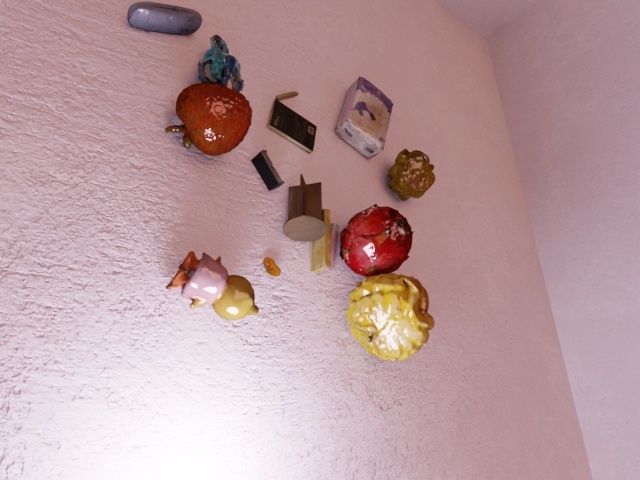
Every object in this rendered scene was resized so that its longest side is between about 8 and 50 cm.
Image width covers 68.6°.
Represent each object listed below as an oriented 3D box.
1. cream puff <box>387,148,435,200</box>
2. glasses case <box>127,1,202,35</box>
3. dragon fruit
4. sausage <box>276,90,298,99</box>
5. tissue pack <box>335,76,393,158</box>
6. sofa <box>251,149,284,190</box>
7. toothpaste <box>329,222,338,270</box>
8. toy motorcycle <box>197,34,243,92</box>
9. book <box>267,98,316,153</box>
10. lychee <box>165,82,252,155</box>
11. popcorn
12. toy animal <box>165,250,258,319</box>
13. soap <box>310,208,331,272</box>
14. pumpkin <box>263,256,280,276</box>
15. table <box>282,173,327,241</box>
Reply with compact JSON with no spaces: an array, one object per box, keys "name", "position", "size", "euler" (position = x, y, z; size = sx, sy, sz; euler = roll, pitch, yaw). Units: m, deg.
[{"name":"cream puff","position":[0.434,-0.315,2.270],"size":[0.244,0.196,0.244],"euler":[5,65,-11]},{"name":"glasses case","position":[-0.572,-0.820,1.735],"size":[0.282,0.109,0.067],"euler":[-16,80,-43]},{"name":"dragon fruit","position":[0.228,0.001,1.917],"size":[0.295,0.302,0.296],"euler":[27,35,-21]},{"name":"sausage","position":[-0.144,-0.638,2.063],"size":[0.132,0.024,0.024],"euler":[-31,91,-42]},{"name":"tissue pack","position":[0.219,-0.593,2.272],"size":[0.242,0.125,0.344],"euler":[33,55,-25]},{"name":"sofa","position":[-0.194,-0.275,1.815],"size":[0.060,0.085,0.147],"euler":[-30,91,-40]},{"name":"toothpaste","position":[0.041,0.024,1.907],"size":[0.067,0.042,0.195],"euler":[27,61,-31]},{"name":"toy motorcycle","position":[-0.378,-0.645,1.804],"size":[0.206,0.154,0.260],"euler":[49,39,-43]},{"name":"book","position":[-0.117,-0.492,2.018],"size":[0.228,0.024,0.160],"euler":[27,55,-28]},{"name":"lychee","position":[-0.388,-0.421,1.629],"size":[0.299,0.255,0.255],"euler":[-31,91,-10]},{"name":"popcorn","position":[0.279,0.284,1.834],"size":[0.349,0.348,0.381],"euler":[64,20,2]},{"name":"toy animal","position":[-0.314,0.151,1.466],"size":[0.281,0.169,0.195],"euler":[39,54,-19]},{"name":"soap","position":[-0.001,0.000,1.844],"size":[0.037,0.092,0.252],"euler":[18,60,-37]},{"name":"pumpkin","position":[-0.180,0.099,1.695],"size":[0.050,0.028,0.083],"euler":[-22,77,-41]},{"name":"table","position":[-0.060,-0.133,1.826],"size":[0.167,0.167,0.227],"euler":[22,50,-30]}]
